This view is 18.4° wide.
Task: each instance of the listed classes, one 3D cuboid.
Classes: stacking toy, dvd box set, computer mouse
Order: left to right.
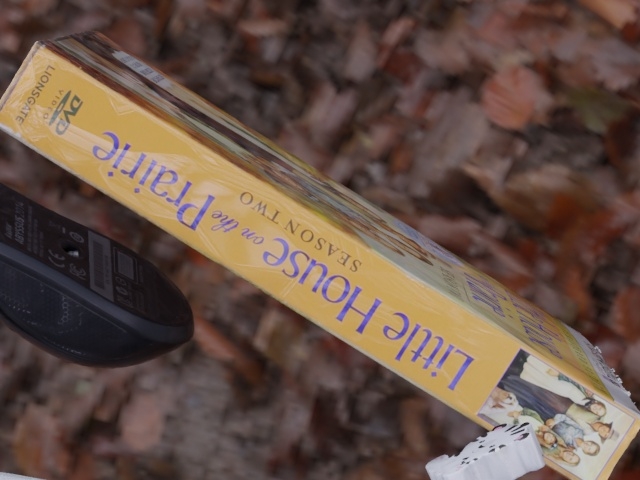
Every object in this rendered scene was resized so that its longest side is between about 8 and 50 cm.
[{"bbox_3d":[-0.218,0.016,1.417,0.072,0.272,0.188,-54,17,17],"label":"computer mouse"},{"bbox_3d":[0.000,0.000,1.290,0.420,0.307,0.062,32,96,-3],"label":"dvd box set"},{"bbox_3d":[0.126,0.173,0.834,0.052,0.221,0.167,-26,99,-12],"label":"stacking toy"}]

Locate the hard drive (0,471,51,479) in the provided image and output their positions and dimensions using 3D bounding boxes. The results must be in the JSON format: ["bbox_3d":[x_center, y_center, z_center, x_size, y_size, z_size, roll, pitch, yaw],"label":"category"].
[{"bbox_3d":[-0.284,0.167,0.890,0.040,0.307,0.203,-96,20,-55],"label":"hard drive"}]
